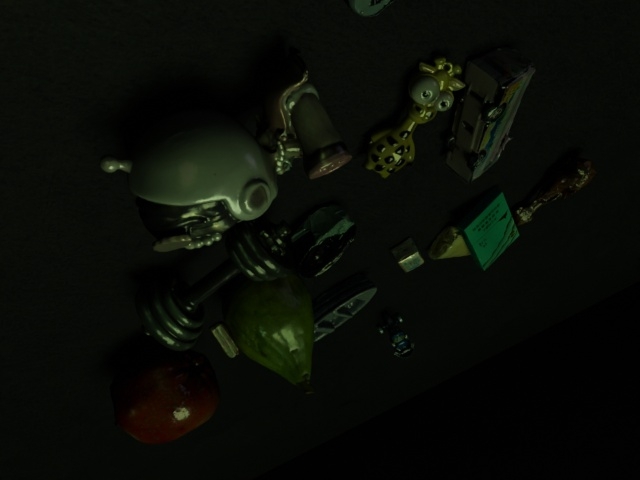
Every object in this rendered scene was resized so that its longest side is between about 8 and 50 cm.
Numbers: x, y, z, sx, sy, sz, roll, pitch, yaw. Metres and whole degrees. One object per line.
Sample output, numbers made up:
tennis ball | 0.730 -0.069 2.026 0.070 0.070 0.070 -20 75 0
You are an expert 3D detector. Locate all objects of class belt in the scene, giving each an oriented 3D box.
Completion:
belt | 0.000 0.000 1.501 0.151 0.078 0.198 1 134 -50

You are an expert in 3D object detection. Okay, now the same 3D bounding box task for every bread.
bread | 0.430 0.003 1.912 0.178 0.060 0.139 -7 144 -34
bread | -0.261 0.267 1.730 0.043 0.108 0.062 -28 -165 6

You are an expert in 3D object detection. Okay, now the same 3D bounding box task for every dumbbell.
dumbbell | -0.227 0.085 1.344 0.406 0.179 0.179 -36 150 13

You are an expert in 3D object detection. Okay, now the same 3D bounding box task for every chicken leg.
chicken leg | 0.694 -0.149 1.896 0.113 0.093 0.304 18 137 -31

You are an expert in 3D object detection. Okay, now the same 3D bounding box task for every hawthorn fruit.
hawthorn fruit | -0.421 0.404 1.613 0.300 0.254 0.254 -38 150 21

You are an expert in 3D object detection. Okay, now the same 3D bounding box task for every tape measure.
tape measure | 0.081 -0.399 0.981 0.094 0.054 0.091 -33 154 -12

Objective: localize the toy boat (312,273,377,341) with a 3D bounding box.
toy boat | 0.049 0.203 1.874 0.283 0.078 0.127 -40 148 18

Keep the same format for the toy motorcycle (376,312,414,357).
toy motorcycle | 0.274 0.342 2.229 0.092 0.135 0.254 -30 151 0

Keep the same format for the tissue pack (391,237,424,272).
tissue pack | 0.256 0.045 1.827 0.074 0.058 0.094 -31 150 8

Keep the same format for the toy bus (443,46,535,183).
toy bus | 0.366 -0.272 1.387 0.138 0.112 0.316 -31 154 -19

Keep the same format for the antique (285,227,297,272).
antique | -0.065 0.029 1.563 0.031 0.015 0.192 -23 151 -11

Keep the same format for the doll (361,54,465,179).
doll | 0.186 -0.244 1.285 0.117 0.086 0.291 22 127 -19

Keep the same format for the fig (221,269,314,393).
fig | -0.129 0.214 1.530 0.233 0.313 0.233 0 160 0

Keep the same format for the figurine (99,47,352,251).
figurine | -0.153 -0.140 1.037 0.361 0.253 0.210 -34 108 -8

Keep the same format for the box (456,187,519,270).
box | 0.499 -0.030 1.849 0.161 0.042 0.226 -43 136 -5
